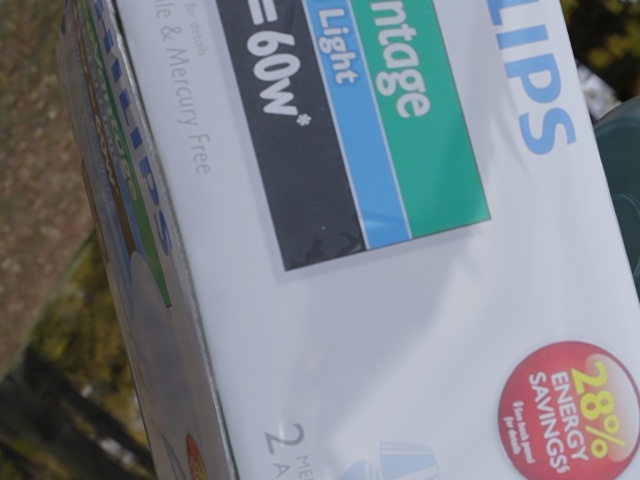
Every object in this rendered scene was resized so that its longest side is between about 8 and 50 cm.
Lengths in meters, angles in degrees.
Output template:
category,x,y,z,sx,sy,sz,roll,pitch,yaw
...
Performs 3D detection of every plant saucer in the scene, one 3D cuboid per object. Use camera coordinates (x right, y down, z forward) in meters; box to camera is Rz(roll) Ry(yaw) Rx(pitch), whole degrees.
category,x,y,z,sx,sy,sz,roll,pitch,yaw
plant saucer,0.305,0.006,1.646,0.317,0.043,0.318,-23,-116,60

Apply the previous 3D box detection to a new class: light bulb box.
category,x,y,z,sx,sy,sz,roll,pitch,yaw
light bulb box,0.000,0.000,0.954,0.225,0.358,0.361,-14,177,-12
